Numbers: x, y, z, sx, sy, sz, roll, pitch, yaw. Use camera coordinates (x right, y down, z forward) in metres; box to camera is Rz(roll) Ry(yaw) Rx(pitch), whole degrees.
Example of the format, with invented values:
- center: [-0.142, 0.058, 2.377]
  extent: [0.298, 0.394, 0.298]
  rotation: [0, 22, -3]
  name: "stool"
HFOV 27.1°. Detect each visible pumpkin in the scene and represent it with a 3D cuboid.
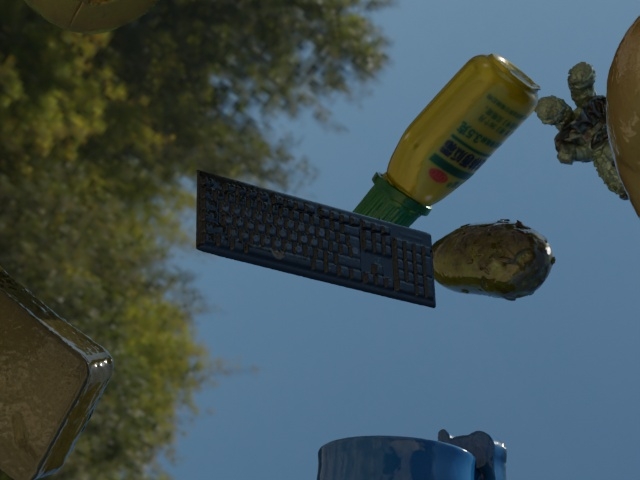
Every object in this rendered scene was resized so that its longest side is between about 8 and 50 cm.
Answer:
- center: [-0.310, -0.401, 1.792]
  extent: [0.217, 0.217, 0.110]
  rotation: [-43, -139, 29]
  name: "pumpkin"

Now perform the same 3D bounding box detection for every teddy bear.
- center: [0.412, -0.150, 1.994]
  extent: [0.133, 0.213, 0.111]
  rotation: [-38, 176, -4]
  name: "teddy bear"

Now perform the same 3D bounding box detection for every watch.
- center: [0.098, 0.378, 1.933]
  extent: [0.305, 0.274, 0.241]
  rotation: [-22, -125, 43]
  name: "watch"

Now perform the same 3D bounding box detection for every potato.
- center: [0.244, 0.023, 1.956]
  extent: [0.149, 0.113, 0.251]
  rotation: [-17, -166, -21]
  name: "potato"

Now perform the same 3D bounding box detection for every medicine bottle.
- center: [0.111, -0.074, 1.457]
  extent: [0.309, 0.111, 0.076]
  rotation: [-47, -135, 20]
  name: "medicine bottle"

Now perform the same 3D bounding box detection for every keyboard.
- center: [0.000, 0.000, 0.932]
  extent: [0.010, 0.198, 0.064]
  rotation: [-37, -133, 47]
  name: "keyboard"

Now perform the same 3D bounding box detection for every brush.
- center: [-0.270, 0.099, 1.109]
  extent: [0.123, 0.197, 0.059]
  rotation: [-59, 157, 11]
  name: "brush"

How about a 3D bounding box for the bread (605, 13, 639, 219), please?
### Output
- center: [0.486, -0.155, 1.338]
  extent: [0.376, 0.348, 0.253]
  rotation: [-21, -122, -11]
  name: "bread"
